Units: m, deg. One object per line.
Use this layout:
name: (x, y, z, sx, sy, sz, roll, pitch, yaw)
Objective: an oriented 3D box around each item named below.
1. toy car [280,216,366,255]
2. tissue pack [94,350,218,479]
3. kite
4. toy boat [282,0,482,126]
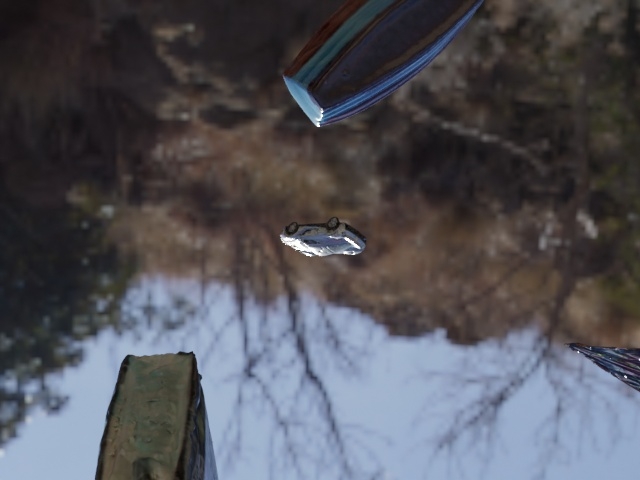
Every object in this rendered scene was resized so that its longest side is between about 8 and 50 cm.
toy car: (0.000, 0.000, 1.571, 0.093, 0.025, 0.041, -7, 146, 43)
tissue pack: (-0.105, 0.217, 1.185, 0.073, 0.235, 0.173, -5, -150, 2)
kite: (0.366, 0.148, 1.895, 0.189, 0.009, 0.232, 19, 164, 13)
toy boat: (0.126, -0.292, 2.150, 0.392, 0.136, 0.079, -39, -162, -13)
